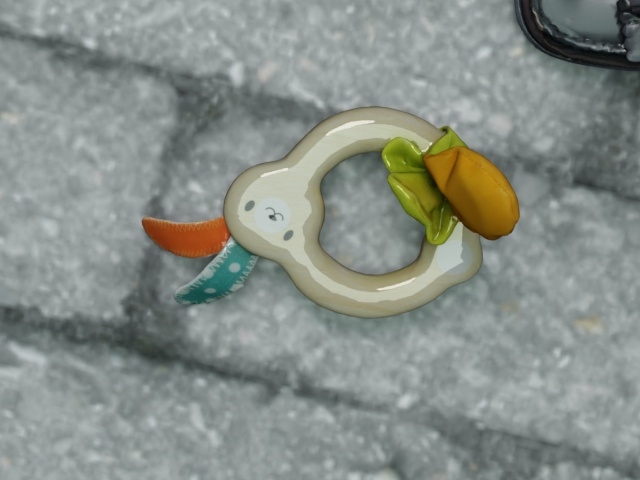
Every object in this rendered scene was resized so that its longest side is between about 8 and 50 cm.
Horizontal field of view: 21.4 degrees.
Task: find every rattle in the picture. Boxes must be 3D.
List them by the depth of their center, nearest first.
[{"bbox_3d":[0.000,0.000,0.954,0.199,0.143,0.130,-4,116,-6],"label":"rattle"}]

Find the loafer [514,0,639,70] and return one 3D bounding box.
[{"bbox_3d":[0.263,-0.155,0.952,0.302,0.095,0.109,-5,98,0],"label":"loafer"}]
